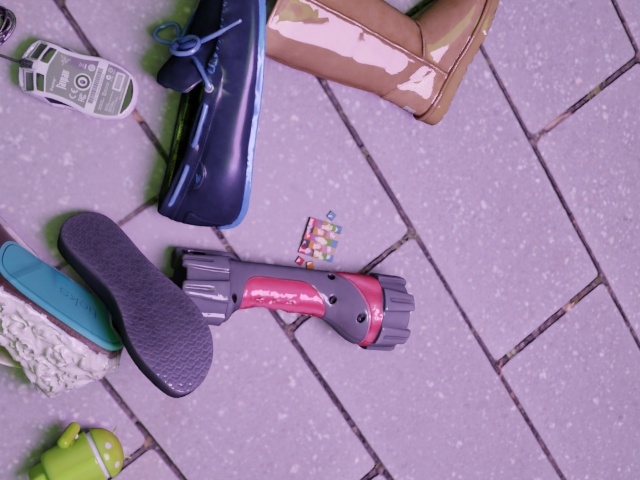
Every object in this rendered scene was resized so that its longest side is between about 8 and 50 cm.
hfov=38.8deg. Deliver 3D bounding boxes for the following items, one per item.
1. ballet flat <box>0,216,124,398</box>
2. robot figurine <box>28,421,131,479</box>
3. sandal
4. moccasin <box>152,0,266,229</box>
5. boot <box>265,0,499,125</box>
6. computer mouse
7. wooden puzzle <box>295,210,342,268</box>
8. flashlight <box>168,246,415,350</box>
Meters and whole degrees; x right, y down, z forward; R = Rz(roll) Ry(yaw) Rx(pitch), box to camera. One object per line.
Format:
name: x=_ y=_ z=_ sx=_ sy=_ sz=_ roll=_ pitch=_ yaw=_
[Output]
ballet flat: x=-0.391 y=0.032 z=0.986 sx=0.147 sy=0.147 sz=0.409 roll=-46 pitch=111 yaw=-9
robot figurine: x=-0.288 y=0.268 z=1.091 sx=0.115 sy=0.067 sz=0.101 roll=-25 pitch=106 yaw=-17
sandal: x=-0.209 y=0.073 z=1.042 sx=0.097 sy=0.054 sz=0.254 roll=-21 pitch=64 yaw=-38
moccasin: x=-0.132 y=-0.181 z=1.048 sx=0.116 sy=0.138 sz=0.342 roll=1 pitch=97 yaw=-17
boot: x=0.076 y=-0.293 z=1.139 sx=0.269 sy=0.089 sz=0.236 roll=23 pitch=89 yaw=-22
computer mouse: x=-0.303 y=-0.186 z=1.031 sx=0.193 sy=0.042 sz=0.106 roll=19 pitch=86 yaw=-18
wooden puzzle: x=0.000 y=0.000 z=1.197 sx=0.049 sy=0.006 sz=0.083 roll=17 pitch=92 yaw=-23
flashlight: x=-0.035 y=0.080 z=1.146 sx=0.304 sy=0.103 sz=0.103 roll=6 pitch=100 yaw=-24
